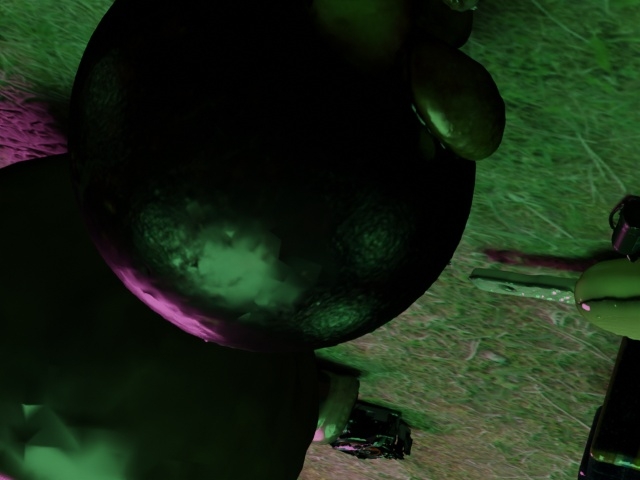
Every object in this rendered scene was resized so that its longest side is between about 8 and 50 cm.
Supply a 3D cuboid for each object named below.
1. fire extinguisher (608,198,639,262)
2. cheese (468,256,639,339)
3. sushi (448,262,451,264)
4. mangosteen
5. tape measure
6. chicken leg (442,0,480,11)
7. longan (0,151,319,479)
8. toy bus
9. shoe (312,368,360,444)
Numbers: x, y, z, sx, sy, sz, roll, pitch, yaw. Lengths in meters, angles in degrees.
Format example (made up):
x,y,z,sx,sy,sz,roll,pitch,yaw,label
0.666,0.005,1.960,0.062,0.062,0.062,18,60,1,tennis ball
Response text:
x,y,z,sx,sy,sz,roll,pitch,yaw,label
0.240,-0.009,1.529,0.038,0.025,0.083,53,169,17,fire extinguisher
0.241,0.047,1.641,0.251,0.054,0.127,8,159,31,cheese
0.000,0.000,1.760,0.201,0.031,0.139,29,159,-28,sushi
-0.017,-0.071,1.226,0.288,0.288,0.288,16,161,6,mangosteen
0.055,0.227,2.310,0.094,0.054,0.091,5,156,17,tape measure
0.017,-0.204,1.052,0.196,0.080,0.125,31,156,39,chicken leg
-0.207,0.122,1.747,0.404,0.404,0.436,13,165,14,longan
0.344,0.203,1.819,0.194,0.162,0.323,15,159,11,toy bus
-0.050,0.181,2.232,0.112,0.099,0.227,35,152,-23,shoe
